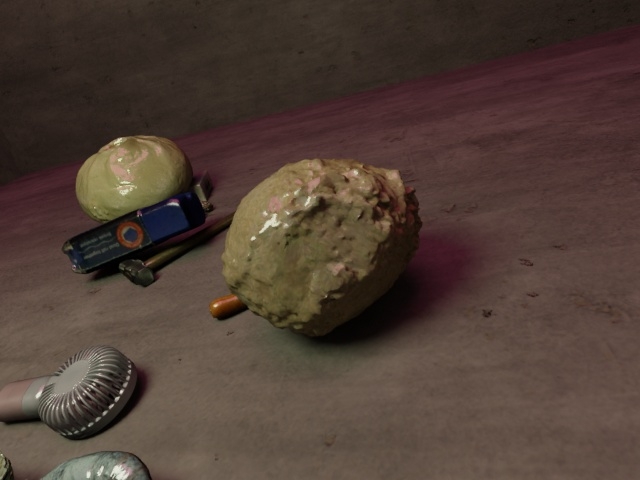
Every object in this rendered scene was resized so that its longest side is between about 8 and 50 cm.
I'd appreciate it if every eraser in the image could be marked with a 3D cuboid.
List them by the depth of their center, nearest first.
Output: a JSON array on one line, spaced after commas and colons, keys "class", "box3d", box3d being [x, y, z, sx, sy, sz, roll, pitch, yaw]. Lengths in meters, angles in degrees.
[{"class": "eraser", "box3d": [-0.464, -0.022, 1.022, 0.332, 0.101, 0.155, -20, 10, 6]}]

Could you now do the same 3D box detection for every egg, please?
[{"class": "egg", "box3d": [0.000, 0.000, 0.620, 0.310, 0.279, 0.279, -34, 31, -9]}]

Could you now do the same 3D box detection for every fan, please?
[{"class": "fan", "box3d": [-0.400, 0.235, 0.618, 0.244, 0.074, 0.130, -13, 39, 17]}]

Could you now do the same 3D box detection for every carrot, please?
[{"class": "carrot", "box3d": [-0.113, 0.098, 0.746, 0.190, 0.037, 0.037, -20, 28, -10]}]

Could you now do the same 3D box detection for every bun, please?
[{"class": "bun", "box3d": [-0.602, -0.218, 1.271, 0.364, 0.202, 0.364, -14, 33, 9]}]

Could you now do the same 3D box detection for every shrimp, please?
[{"class": "shrimp", "box3d": [-0.279, 0.286, 0.457, 0.233, 0.079, 0.090, -16, -18, 22]}]

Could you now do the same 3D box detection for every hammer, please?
[{"class": "hammer", "box3d": [-0.331, 0.000, 1.047, 0.111, 0.043, 0.365, 11, 36, 43]}]

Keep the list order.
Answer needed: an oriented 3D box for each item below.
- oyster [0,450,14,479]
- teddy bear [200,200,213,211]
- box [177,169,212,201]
[{"class": "oyster", "box3d": [-0.395, 0.301, 0.451, 0.177, 0.064, 0.124, -20, 42, 41]}, {"class": "teddy bear", "box3d": [-0.423, -0.101, 1.230, 0.161, 0.077, 0.119, -5, 33, 18]}, {"class": "box", "box3d": [-0.507, -0.161, 1.395, 0.243, 0.067, 0.155, -16, 30, 2]}]
